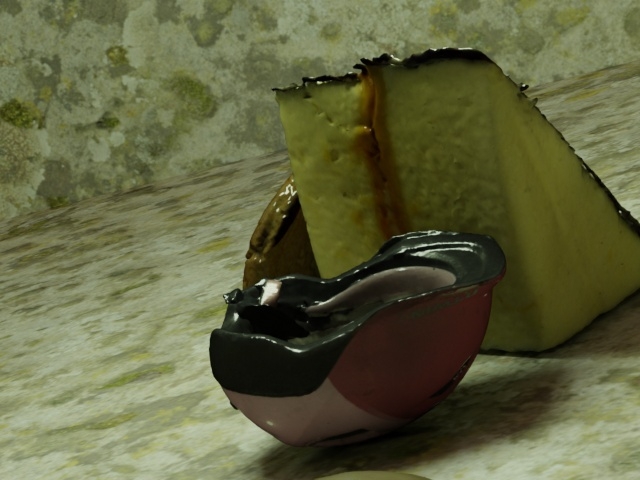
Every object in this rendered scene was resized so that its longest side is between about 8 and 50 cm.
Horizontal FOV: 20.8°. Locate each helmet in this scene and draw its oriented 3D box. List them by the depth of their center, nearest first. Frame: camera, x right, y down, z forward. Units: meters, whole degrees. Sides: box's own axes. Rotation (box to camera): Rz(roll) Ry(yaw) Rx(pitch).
[{"bbox_3d":[0.034,0.093,1.457,0.253,0.154,0.198,-4,16,8],"label":"helmet"}]

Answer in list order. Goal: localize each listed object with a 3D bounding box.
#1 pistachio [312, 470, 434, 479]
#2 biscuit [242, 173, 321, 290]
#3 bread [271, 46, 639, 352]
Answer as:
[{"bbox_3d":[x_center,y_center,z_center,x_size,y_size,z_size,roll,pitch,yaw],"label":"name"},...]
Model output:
[{"bbox_3d":[0.042,0.204,1.020,0.135,0.136,0.226,-23,21,-29],"label":"pistachio"},{"bbox_3d":[0.000,0.000,1.809,0.042,0.226,0.226,31,41,32],"label":"biscuit"},{"bbox_3d":[0.130,-0.063,1.632,0.345,0.405,0.242,13,40,43],"label":"bread"}]
